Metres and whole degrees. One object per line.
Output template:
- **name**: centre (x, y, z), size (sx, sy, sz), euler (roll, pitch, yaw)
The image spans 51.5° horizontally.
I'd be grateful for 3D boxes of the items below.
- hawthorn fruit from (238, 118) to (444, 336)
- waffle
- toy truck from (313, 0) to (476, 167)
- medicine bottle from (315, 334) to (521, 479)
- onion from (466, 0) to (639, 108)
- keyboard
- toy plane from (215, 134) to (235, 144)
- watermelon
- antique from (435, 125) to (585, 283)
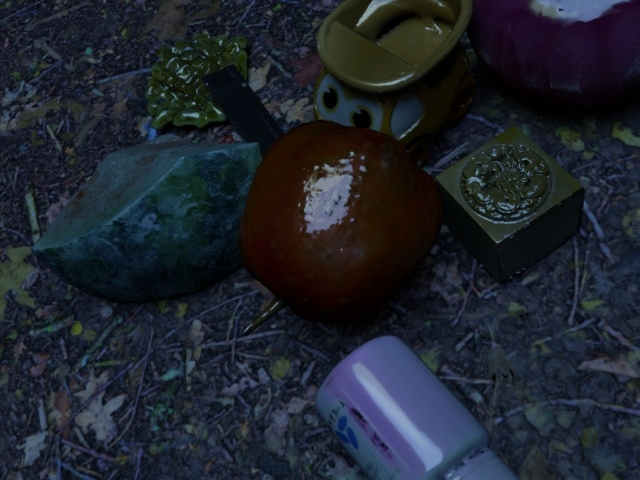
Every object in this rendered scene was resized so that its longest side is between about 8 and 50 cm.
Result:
- **hawthorn fruit**: centre (0.000, 0.000, 0.908), size (0.287, 0.287, 0.330), euler (30, 74, 27)
- **waffle**: centre (-0.238, -0.309, 1.262), size (0.203, 0.054, 0.224), euler (-7, 63, 13)
- **toy truck**: centre (0.113, -0.256, 1.037), size (0.204, 0.212, 0.288), euler (39, 82, 27)
- **medicine bottle**: centre (0.121, 0.251, 0.814), size (0.152, 0.152, 0.254), euler (-39, 60, -6)
- **onion**: centre (0.386, -0.372, 0.979), size (0.358, 0.345, 0.359), euler (3, 98, 24)
- **keyboard**: centre (-0.127, -0.218, 1.170), size (0.072, 0.023, 0.231), euler (-29, 69, -18)
- **toy plane**: centre (-0.139, -0.129, 1.151), size (0.060, 0.037, 0.145), euler (-30, 63, 11)
- **watermelon**: centre (-0.250, -0.064, 1.058), size (0.387, 0.228, 0.258), euler (-27, 50, 12)
- **antique**: centre (0.263, -0.052, 0.932), size (0.146, 0.148, 0.152), euler (-33, 57, -5)
